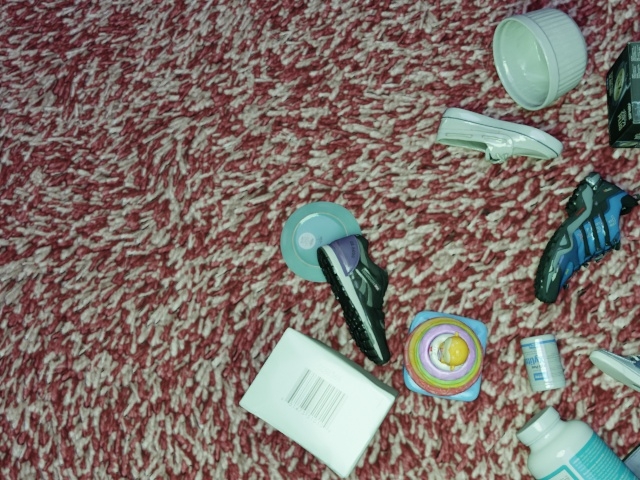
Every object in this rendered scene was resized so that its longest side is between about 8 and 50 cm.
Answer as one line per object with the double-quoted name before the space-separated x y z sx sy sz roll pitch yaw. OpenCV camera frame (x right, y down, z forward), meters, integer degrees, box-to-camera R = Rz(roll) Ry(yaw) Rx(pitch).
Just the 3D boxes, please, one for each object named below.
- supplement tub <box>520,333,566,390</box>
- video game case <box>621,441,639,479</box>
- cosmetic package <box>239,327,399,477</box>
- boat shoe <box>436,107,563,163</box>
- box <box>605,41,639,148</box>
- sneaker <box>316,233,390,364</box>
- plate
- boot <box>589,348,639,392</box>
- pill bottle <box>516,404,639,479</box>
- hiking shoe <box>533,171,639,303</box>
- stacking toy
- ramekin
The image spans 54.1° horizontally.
"supplement tub" 0.453 0.248 1.277 0.071 0.071 0.107 -11 76 5
"video game case" 0.736 0.439 1.224 0.274 0.026 0.196 -43 76 -4
"cosmetic package" 0.018 0.290 1.164 0.217 0.385 0.156 32 83 15
"boat shoe" 0.386 -0.213 1.373 0.268 0.096 0.088 20 85 12
"box" 0.670 -0.304 1.327 0.078 0.147 0.180 1 79 7
"sneaker" 0.107 0.119 1.334 0.124 0.107 0.283 -23 86 -17
"plate" 0.000 0.000 1.412 0.188 0.024 0.188 -1 79 6
"boot" 0.642 0.252 1.260 0.190 0.069 0.086 32 76 4
"pill bottle" 0.498 0.445 1.187 0.146 0.146 0.264 -40 73 -2
"hiking shoe" 0.549 0.005 1.294 0.132 0.113 0.304 27 83 13
"stacking toy" 0.242 0.216 1.191 0.166 0.302 0.175 9 80 9
"ramekin" 0.475 -0.395 1.348 0.109 0.207 0.207 -24 76 -8
